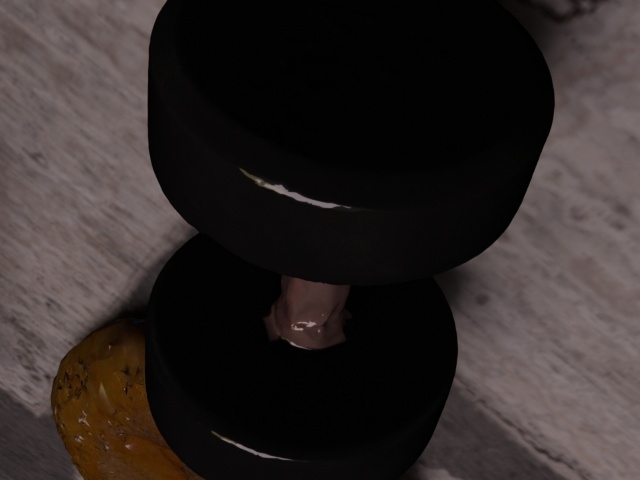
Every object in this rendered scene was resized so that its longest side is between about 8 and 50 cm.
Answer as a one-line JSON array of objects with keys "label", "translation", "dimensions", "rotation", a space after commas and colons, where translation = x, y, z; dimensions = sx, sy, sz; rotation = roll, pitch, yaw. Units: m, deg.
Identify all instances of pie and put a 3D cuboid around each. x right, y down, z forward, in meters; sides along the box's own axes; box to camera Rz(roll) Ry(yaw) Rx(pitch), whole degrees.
[{"label": "pie", "translation": [-0.063, 0.156, 0.728], "dimensions": [0.273, 0.069, 0.273], "rotation": [20, 141, 17]}]

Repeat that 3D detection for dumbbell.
[{"label": "dumbbell", "translation": [0.000, 0.000, 0.476], "dimensions": [0.152, 0.152, 0.218], "rotation": [22, 138, 11]}]
